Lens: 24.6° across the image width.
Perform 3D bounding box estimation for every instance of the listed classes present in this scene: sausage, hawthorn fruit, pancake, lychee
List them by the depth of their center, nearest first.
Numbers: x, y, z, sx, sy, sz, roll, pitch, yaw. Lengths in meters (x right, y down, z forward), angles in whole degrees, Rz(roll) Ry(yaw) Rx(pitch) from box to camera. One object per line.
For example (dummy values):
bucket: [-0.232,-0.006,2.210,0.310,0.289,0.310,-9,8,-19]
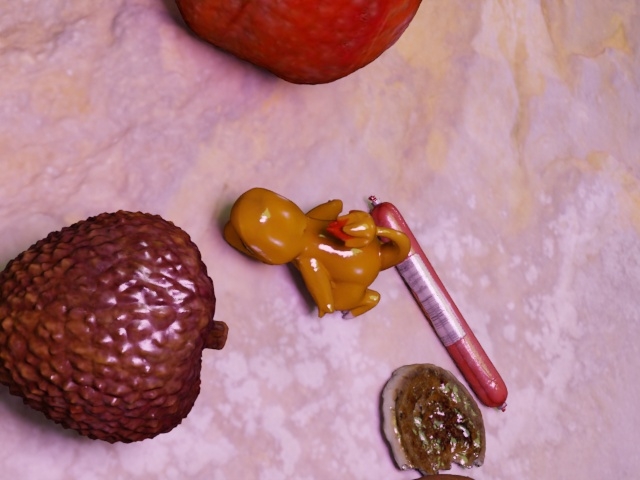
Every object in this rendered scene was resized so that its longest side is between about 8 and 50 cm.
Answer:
lychee: [-0.163,0.068,1.150,0.194,0.194,0.194,15,62,-32]
hawthorn fruit: [-0.019,-0.275,1.358,0.258,0.262,0.258,-1,70,3]
pancake: [0.106,0.172,1.407,0.129,0.022,0.116,-10,78,-44]
sausage: [0.117,0.063,1.454,0.034,0.034,0.253,-32,92,-41]

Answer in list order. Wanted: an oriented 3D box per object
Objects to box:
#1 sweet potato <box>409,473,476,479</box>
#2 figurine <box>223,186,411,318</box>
sweet potato: [0.085,0.270,1.307,0.286,0.085,0.112,-6,79,-38]
figurine: [0.001,-0.002,1.335,0.176,0.122,0.121,20,62,-30]
